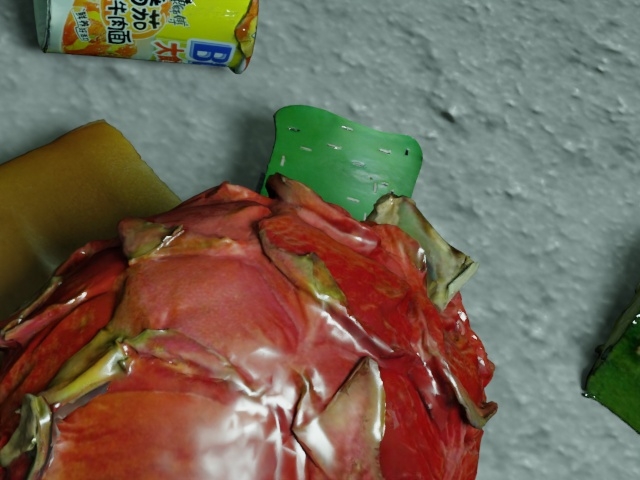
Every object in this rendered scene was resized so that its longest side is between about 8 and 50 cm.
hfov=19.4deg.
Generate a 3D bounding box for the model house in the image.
[{"bbox_3d":[0.000,0.000,1.310,0.117,0.088,0.167,15,48,-10],"label":"model house"}]

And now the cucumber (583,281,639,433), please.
[{"bbox_3d":[0.353,0.132,1.340,0.325,0.105,0.145,37,51,6],"label":"cucumber"}]

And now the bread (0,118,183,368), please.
[{"bbox_3d":[-0.244,0.050,1.195,0.361,0.077,0.138,-28,70,-34],"label":"bread"}]

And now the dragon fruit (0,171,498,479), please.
[{"bbox_3d":[-0.049,0.107,1.102,0.342,0.277,0.277,-36,72,-17],"label":"dragon fruit"}]

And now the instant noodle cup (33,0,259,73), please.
[{"bbox_3d":[-0.133,-0.220,1.365,0.153,0.205,0.205,-2,56,-14],"label":"instant noodle cup"}]
